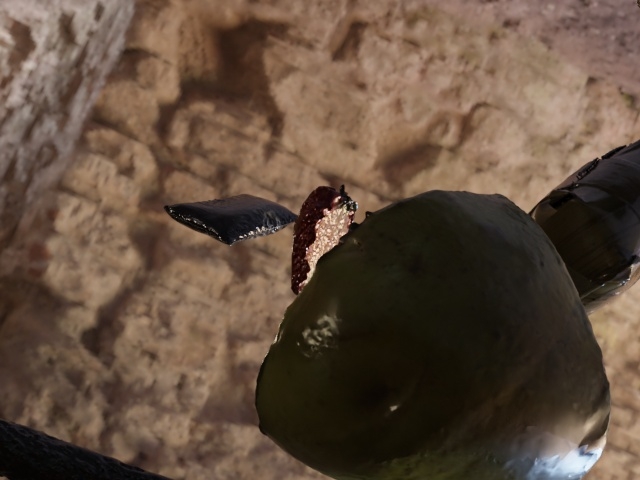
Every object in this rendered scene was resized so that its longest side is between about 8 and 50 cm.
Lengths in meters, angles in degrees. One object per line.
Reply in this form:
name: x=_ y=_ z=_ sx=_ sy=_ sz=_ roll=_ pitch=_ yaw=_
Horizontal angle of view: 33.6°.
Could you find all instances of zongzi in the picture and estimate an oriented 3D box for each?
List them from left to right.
zongzi: x=0.477 y=0.002 z=1.958 sx=0.218 sy=0.500 sz=0.467 roll=55 pitch=140 yaw=6

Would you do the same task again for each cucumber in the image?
cucumber: x=-0.290 y=0.268 z=1.233 sx=0.300 sy=0.072 sz=0.072 roll=24 pitch=174 yaw=-9

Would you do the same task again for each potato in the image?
potato: x=0.109 y=0.140 z=0.991 sx=0.280 sy=0.331 sz=0.212 roll=-5 pitch=-153 yaw=-38

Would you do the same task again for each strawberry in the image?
strawberry: x=-0.003 y=-0.001 z=1.323 sx=0.048 sy=0.152 sz=0.104 roll=19 pitch=165 yaw=32

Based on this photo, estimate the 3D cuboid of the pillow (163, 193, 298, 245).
pillow: x=-0.134 y=-0.037 z=1.695 sx=0.141 sy=0.055 sz=0.208 roll=25 pitch=-158 yaw=29

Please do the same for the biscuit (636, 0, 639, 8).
biscuit: x=0.665 y=-0.374 z=1.695 sx=0.334 sy=0.289 sz=0.081 roll=54 pitch=-152 yaw=-11
